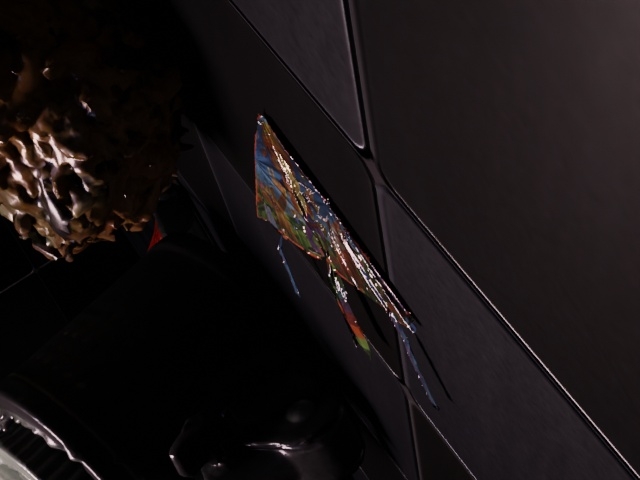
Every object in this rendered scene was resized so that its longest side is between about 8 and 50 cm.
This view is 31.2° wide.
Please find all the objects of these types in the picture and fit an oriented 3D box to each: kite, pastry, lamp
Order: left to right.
[{"bbox_3d":[-0.201,-0.099,0.713,0.275,0.192,0.275,53,168,17],"label":"pastry"},{"bbox_3d":[-0.146,0.136,0.965,0.374,0.272,0.205,42,161,56],"label":"lamp"},{"bbox_3d":[0.000,0.000,0.595,0.183,0.010,0.160,35,153,56],"label":"kite"}]

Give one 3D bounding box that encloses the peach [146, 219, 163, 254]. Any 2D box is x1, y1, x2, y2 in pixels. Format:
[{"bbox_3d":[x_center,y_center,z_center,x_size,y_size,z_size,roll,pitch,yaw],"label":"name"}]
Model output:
[{"bbox_3d":[-0.188,0.074,1.571,0.189,0.068,0.279,44,164,45],"label":"peach"}]
